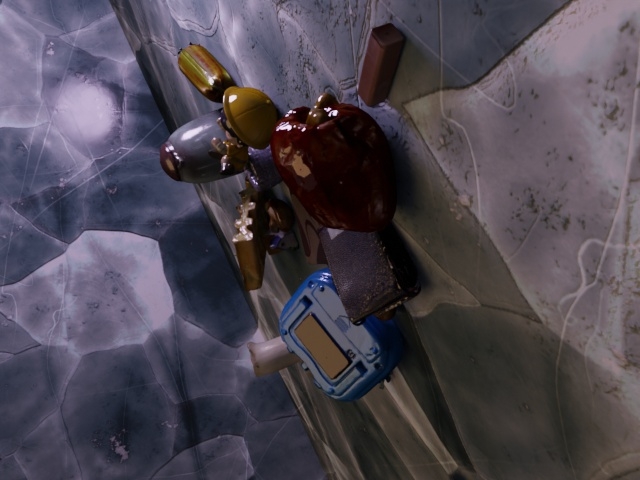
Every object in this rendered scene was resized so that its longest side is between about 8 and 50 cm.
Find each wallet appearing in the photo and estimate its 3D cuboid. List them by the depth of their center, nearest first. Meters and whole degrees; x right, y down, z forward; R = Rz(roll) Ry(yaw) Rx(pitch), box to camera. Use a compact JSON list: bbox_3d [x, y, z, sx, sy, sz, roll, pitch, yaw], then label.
[{"bbox_3d":[0.101,0.043,1.226,0.221,0.072,0.262,-41,69,51],"label":"wallet"}]

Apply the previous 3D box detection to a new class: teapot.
[{"bbox_3d":[-0.413,-0.316,1.870,0.315,0.312,0.233,19,130,65],"label":"teapot"}]

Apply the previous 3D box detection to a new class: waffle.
[{"bbox_3d":[-0.244,-0.029,1.931,0.304,0.078,0.348,86,-175,-51],"label":"waffle"}]

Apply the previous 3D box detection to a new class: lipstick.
[{"bbox_3d":[0.101,-0.296,0.910,0.045,0.045,0.145,56,161,19],"label":"lipstick"}]

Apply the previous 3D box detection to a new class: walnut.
[{"bbox_3d":[0.034,-0.147,1.065,0.243,0.222,0.268,-83,-25,-61],"label":"walnut"}]

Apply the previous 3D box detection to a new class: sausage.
[{"bbox_3d":[-0.358,-0.533,1.744,0.317,0.117,0.125,48,171,37],"label":"sausage"}]

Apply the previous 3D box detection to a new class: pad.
[{"bbox_3d":[-0.030,-0.092,1.478,0.220,0.004,0.329,-6,99,64],"label":"pad"}]

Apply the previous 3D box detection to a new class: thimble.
[{"bbox_3d":[-0.182,-0.235,1.682,0.150,0.098,0.150,54,160,30],"label":"thimble"}]

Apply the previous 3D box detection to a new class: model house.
[{"bbox_3d":[-0.142,0.010,1.893,0.101,0.100,0.087,32,143,57],"label":"model house"}]

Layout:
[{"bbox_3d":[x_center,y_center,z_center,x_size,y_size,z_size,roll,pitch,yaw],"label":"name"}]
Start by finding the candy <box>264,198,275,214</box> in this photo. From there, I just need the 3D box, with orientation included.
[{"bbox_3d":[-0.169,-0.093,1.933,0.060,0.061,0.201,59,169,15],"label":"candy"}]

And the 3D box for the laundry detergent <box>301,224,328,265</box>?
[{"bbox_3d":[0.001,-0.001,1.551,0.206,0.061,0.096,47,158,43],"label":"laundry detergent"}]

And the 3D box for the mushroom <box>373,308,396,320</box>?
[{"bbox_3d":[0.141,0.139,1.318,0.109,0.085,0.126,-2,118,42],"label":"mushroom"}]

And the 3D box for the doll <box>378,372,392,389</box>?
[{"bbox_3d":[0.162,0.360,1.585,0.096,0.070,0.195,-4,110,38],"label":"doll"}]

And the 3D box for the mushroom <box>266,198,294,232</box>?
[{"bbox_3d":[-0.139,-0.083,1.782,0.127,0.087,0.127,51,161,26],"label":"mushroom"}]

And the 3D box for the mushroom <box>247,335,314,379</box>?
[{"bbox_3d":[-0.067,0.331,1.739,0.314,0.337,0.314,163,90,-79],"label":"mushroom"}]

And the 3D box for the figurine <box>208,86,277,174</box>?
[{"bbox_3d":[-0.217,-0.315,1.518,0.256,0.167,0.192,125,142,-49],"label":"figurine"}]

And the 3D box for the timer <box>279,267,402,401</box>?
[{"bbox_3d":[0.044,0.263,1.469,0.340,0.115,0.309,49,125,16],"label":"timer"}]
